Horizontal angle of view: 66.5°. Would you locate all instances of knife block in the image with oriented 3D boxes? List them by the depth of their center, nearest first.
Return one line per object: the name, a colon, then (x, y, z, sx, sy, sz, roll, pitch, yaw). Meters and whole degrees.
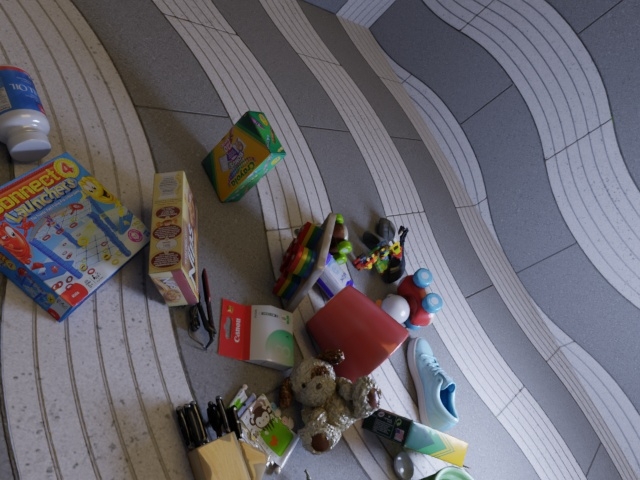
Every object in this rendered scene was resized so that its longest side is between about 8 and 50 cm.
knife block: (-0.252, 0.505, 1.104, 0.242, 0.088, 0.275, 31, 51, -12)

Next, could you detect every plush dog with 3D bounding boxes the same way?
plush dog: (0.009, 0.434, 1.385, 0.262, 0.210, 0.225, -36, 84, -13)

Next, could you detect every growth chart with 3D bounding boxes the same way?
growth chart: (-0.154, 0.491, 1.288, 0.237, 0.021, 0.172, 45, 36, -12)

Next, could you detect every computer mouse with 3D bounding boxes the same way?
computer mouse: (0.341, 0.054, 2.067, 0.060, 0.184, 0.262, 11, 35, 16)

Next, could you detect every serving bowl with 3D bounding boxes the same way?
serving bowl: (0.259, 0.717, 1.548, 0.083, 0.027, 0.083, 28, 42, -29)

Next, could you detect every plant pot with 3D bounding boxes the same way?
plant pot: (0.102, 0.292, 1.557, 0.243, 0.275, 0.275, 47, 35, 9)

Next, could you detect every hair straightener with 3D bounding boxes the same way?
hair straightener: (-0.340, 0.187, 1.329, 0.089, 0.047, 0.230, -3, 67, -27)

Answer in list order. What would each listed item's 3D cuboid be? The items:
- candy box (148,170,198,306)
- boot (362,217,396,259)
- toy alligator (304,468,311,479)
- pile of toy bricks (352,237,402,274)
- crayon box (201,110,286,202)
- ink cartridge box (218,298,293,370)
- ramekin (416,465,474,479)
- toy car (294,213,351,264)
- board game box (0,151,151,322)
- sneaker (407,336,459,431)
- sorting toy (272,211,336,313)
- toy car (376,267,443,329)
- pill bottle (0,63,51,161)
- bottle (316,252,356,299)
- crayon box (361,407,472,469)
candy box: (-0.385, -0.007, 1.302, 0.087, 0.183, 0.316, -7, 57, -3)
boot: (0.264, -0.034, 2.135, 0.189, 0.076, 0.208, 48, 41, -28)
toy alligator: (-0.012, 0.689, 1.258, 0.051, 0.056, 0.189, -28, 81, -13)
pile of toy bricks: (0.235, 0.084, 1.960, 0.212, 0.118, 0.105, -33, 100, -36)
crayon box: (-0.253, -0.266, 1.585, 0.081, 0.278, 0.165, -13, 71, -53)
ink cartridge box: (-0.180, 0.267, 1.418, 0.225, 0.056, 0.181, 27, 43, -34)
ramekin: (0.377, 0.853, 1.462, 0.303, 0.148, 0.303, 29, 42, -30)
toy car: (0.000, 0.000, 1.808, 0.188, 0.149, 0.155, -4, 56, -17)
board game box: (-0.607, -0.020, 1.156, 0.302, 0.086, 0.308, 45, 37, -11)
sneaker: (0.432, 0.514, 1.802, 0.135, 0.150, 0.366, 21, 47, -37)
sorting toy: (-0.060, 0.060, 1.564, 0.089, 0.255, 0.257, 25, 42, -10)
toy car: (0.309, 0.242, 1.897, 0.238, 0.219, 0.210, -6, 62, -18)
pill bottle: (-0.750, -0.311, 1.209, 0.124, 0.124, 0.221, -12, 71, -51)
bottle: (0.068, 0.169, 1.729, 0.283, 0.092, 0.118, 51, 20, -8)
crayon box: (0.314, 0.620, 1.539, 0.318, 0.202, 0.081, 31, 71, -29)
